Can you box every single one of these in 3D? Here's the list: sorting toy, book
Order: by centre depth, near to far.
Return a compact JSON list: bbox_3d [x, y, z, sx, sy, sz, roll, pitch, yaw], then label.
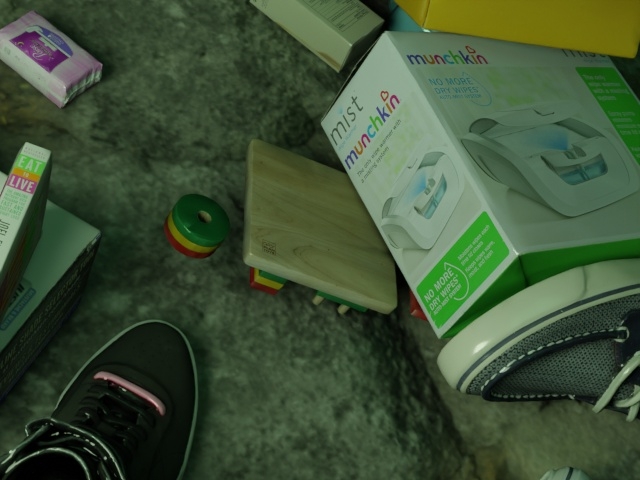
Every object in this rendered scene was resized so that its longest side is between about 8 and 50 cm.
[{"bbox_3d":[-0.206,0.020,0.825,0.035,0.096,0.144,20,51,-8],"label":"book"},{"bbox_3d":[0.000,0.000,1.082,0.275,0.046,0.132,20,43,-22],"label":"sorting toy"}]

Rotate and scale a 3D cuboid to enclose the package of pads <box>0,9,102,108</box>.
[{"bbox_3d":[-0.232,-0.154,1.124,0.083,0.032,0.050,38,49,9],"label":"package of pads"}]

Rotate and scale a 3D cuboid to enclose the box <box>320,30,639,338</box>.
[{"bbox_3d":[0.171,-0.055,1.131,0.262,0.126,0.231,-5,57,-37],"label":"box"}]

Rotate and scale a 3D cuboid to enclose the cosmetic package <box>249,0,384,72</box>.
[{"bbox_3d":[-0.004,-0.218,1.258,0.115,0.041,0.060,41,50,10],"label":"cosmetic package"}]

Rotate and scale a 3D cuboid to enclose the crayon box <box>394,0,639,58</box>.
[{"bbox_3d":[0.159,-0.242,1.182,0.202,0.081,0.318,6,23,-16],"label":"crayon box"}]

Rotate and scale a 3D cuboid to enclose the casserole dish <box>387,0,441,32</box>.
[{"bbox_3d":[0.155,-0.202,1.314,0.188,0.037,0.114,35,49,7],"label":"casserole dish"}]

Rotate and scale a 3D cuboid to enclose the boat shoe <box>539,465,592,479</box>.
[{"bbox_3d":[0.114,0.225,0.945,0.076,0.083,0.226,42,52,10],"label":"boat shoe"}]

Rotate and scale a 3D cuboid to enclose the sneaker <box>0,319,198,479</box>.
[{"bbox_3d":[-0.143,0.140,0.865,0.105,0.147,0.295,27,48,1],"label":"sneaker"}]

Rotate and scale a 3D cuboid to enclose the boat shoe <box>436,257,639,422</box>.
[{"bbox_3d":[0.267,0.105,1.068,0.341,0.127,0.158,-13,60,-29],"label":"boat shoe"}]

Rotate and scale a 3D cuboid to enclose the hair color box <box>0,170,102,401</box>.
[{"bbox_3d":[-0.348,-0.007,0.919,0.339,0.110,0.185,30,50,3],"label":"hair color box"}]
